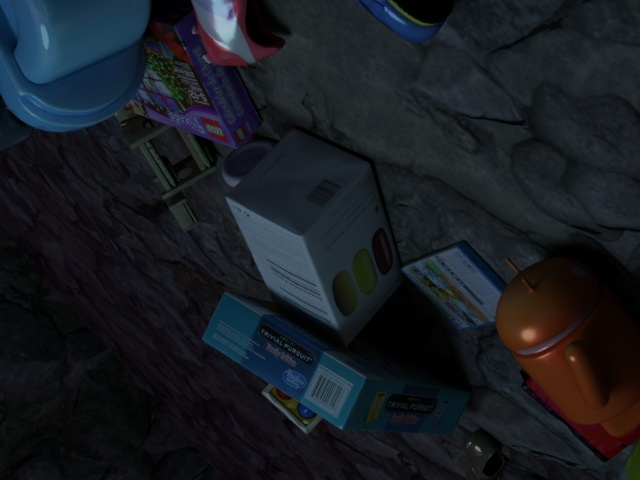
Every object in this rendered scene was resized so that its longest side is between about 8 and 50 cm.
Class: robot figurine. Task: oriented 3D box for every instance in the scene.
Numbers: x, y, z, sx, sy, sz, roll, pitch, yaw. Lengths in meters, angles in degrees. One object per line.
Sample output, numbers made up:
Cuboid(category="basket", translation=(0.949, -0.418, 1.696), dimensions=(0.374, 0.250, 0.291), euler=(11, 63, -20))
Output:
Cuboid(category="robot figurine", translation=(0.276, 0.108, 1.201), dimensions=(0.219, 0.158, 0.128), euler=(48, 141, -12))

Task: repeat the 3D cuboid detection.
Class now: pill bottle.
Cuboid(category="pill bottle", translation=(-0.068, -0.055, 1.538), dimensions=(0.087, 0.087, 0.160), euler=(23, 150, 41))

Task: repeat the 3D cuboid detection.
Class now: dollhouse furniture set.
Cuboid(category="dollhouse furniture set", translation=(-0.221, -0.140, 1.686), dimensions=(0.161, 0.101, 0.182), euler=(56, 174, 49))

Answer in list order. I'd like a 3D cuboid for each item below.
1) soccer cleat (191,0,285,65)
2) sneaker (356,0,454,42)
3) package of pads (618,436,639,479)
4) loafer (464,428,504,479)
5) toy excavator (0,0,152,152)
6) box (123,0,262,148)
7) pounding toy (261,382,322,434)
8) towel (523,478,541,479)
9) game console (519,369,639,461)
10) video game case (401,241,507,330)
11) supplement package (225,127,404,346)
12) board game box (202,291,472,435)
Cuboid(category="soccer cleat", translation=(-0.119, -0.300, 1.222), dimensions=(0.095, 0.083, 0.248), euler=(-6, 129, 23))
Cuboid(category="sneaker", translation=(0.031, -0.262, 1.027), dimensions=(0.209, 0.069, 0.082), euler=(45, 161, -6))
Cuboid(category="package of pads", translation=(0.393, 0.320, 1.254), dimensions=(0.101, 0.229, 0.296), euler=(13, 151, 8))
Cuboid(category="loafer", translation=(0.261, 0.358, 1.767), dimensions=(0.050, 0.056, 0.148), euler=(33, 157, 39))
Cuboid(category="toy excavator", translation=(-0.297, -0.345, 1.226), dimensions=(0.445, 0.222, 0.432), euler=(-11, 108, 52))
Cuboid(category="box", translation=(-0.225, -0.244, 1.500), dimensions=(0.293, 0.057, 0.201), euler=(22, 149, 42))
Cuboid(category="pounding toy", translation=(-0.023, 0.242, 1.956), dimensions=(0.130, 0.141, 0.100), euler=(42, -174, 2))
Cuboid(category="towel", translation=(0.415, 0.505, 1.700), dimensions=(0.284, 0.121, 0.235), euler=(27, 152, 37))
Cuboid(category="game console", translation=(0.332, 0.201, 1.424), dimensions=(0.144, 0.085, 0.124), euler=(42, 127, 2))
Cuboid(category="video game case", translation=(0.180, 0.061, 1.426), dimensions=(0.119, 0.015, 0.166), euler=(45, 158, -7))
Cuboid(category="supplement package", translation=(0.000, 0.000, 1.455), dimensions=(0.134, 0.139, 0.244), euler=(28, 155, 33))
Cuboid(category="board game box", translation=(0.033, 0.179, 1.591), dimensions=(0.254, 0.079, 0.336), euler=(28, -174, 32))
